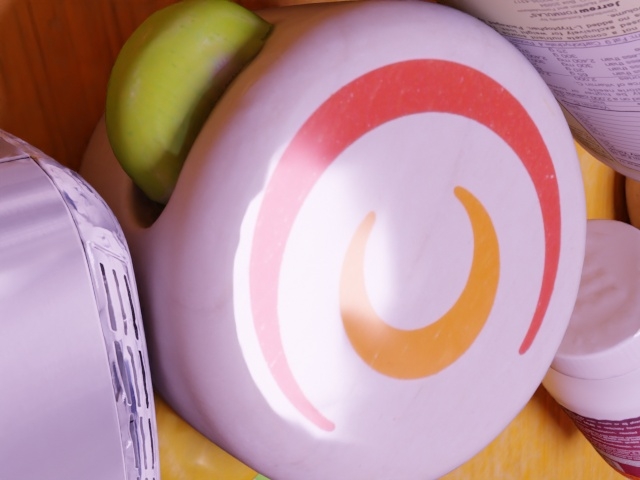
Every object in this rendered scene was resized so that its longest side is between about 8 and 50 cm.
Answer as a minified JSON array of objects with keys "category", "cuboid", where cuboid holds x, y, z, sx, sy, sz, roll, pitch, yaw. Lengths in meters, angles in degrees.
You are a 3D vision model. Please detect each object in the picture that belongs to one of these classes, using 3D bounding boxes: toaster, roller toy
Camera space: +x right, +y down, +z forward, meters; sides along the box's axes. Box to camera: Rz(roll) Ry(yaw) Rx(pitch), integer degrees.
[{"category":"toaster","cuboid":[-0.144,0.062,0.341,0.146,0.129,0.226,-25,125,-36]},{"category":"roller toy","cuboid":[0.000,0.000,0.426,0.191,0.146,0.209,-14,106,-30]}]

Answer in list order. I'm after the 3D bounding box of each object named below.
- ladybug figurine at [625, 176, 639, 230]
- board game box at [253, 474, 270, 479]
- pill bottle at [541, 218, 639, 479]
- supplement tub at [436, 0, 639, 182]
[{"category":"ladybug figurine","cuboid":[0.441,-0.005,0.707,0.450,0.162,0.305,12,118,-10]},{"category":"board game box","cuboid":[-0.064,0.113,0.513,0.259,0.039,0.124,-35,130,-31]},{"category":"pill bottle","cuboid":[0.219,0.083,0.708,0.121,0.121,0.221,-54,137,-9]},{"category":"supplement tub","cuboid":[0.173,-0.158,0.457,0.325,0.235,0.235,28,89,-48]}]
